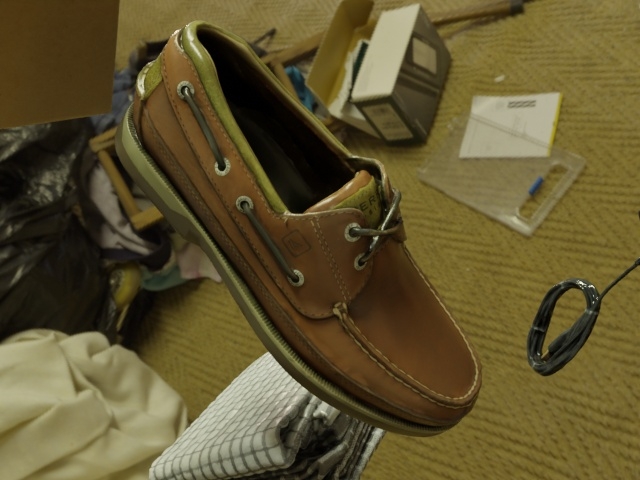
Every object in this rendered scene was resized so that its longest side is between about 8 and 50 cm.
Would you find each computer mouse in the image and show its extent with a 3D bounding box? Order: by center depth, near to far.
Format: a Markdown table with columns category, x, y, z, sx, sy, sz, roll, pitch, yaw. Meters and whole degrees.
| category | x | y | z | sx | sy | sz | roll | pitch | yaw |
| --- | --- | --- | --- | --- | --- | --- | --- | --- | --- |
| computer mouse | 0.227 | 0.021 | 0.409 | 0.242 | 0.041 | 0.071 | 122 | 147 | -42 |

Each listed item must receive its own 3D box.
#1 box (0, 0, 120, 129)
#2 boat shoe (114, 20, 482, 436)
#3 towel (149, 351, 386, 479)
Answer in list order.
| category | x | y | z | sx | sy | sz | roll | pitch | yaw |
| --- | --- | --- | --- | --- | --- | --- | --- | --- | --- |
| box | -0.218 | -0.153 | 0.400 | 0.164 | 0.201 | 0.021 | -18 | 63 | -33 |
| boat shoe | 0.000 | 0.000 | 0.372 | 0.104 | 0.307 | 0.111 | -44 | 5 | 41 |
| towel | -0.020 | 0.202 | 0.684 | 0.235 | 0.121 | 0.283 | -30 | 6 | 35 |
